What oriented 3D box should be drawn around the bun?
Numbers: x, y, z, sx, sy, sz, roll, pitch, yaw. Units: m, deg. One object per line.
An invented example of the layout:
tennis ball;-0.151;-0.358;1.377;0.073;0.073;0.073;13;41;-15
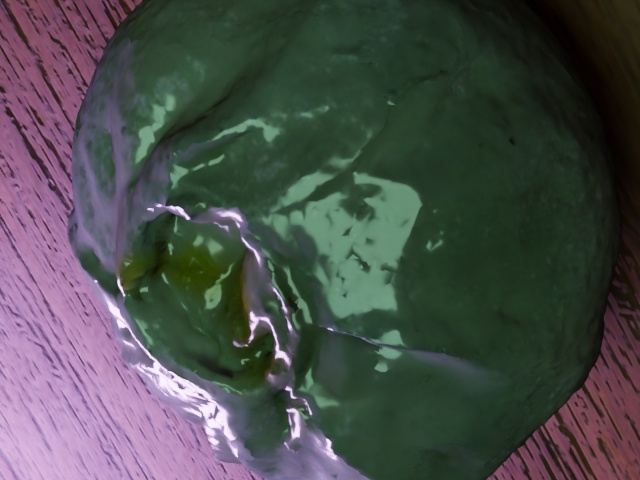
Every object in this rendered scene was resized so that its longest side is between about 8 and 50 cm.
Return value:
bun;0.000;0.000;1.153;0.362;0.211;0.362;15;123;23
